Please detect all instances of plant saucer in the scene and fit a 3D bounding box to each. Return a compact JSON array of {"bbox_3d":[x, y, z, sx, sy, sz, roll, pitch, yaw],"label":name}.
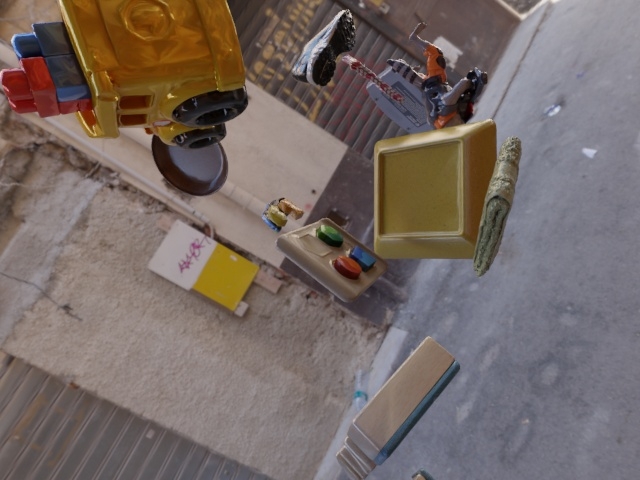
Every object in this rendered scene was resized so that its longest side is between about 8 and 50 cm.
[{"bbox_3d":[-0.306,-0.201,1.003,0.199,0.198,0.036,-52,9,35],"label":"plant saucer"},{"bbox_3d":[0.261,-0.119,1.053,0.332,0.080,0.333,-2,87,38],"label":"plant saucer"}]

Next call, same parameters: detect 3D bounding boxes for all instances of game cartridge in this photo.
[{"bbox_3d":[0.319,-0.504,1.528,0.198,0.297,0.062,-9,50,60],"label":"game cartridge"}]

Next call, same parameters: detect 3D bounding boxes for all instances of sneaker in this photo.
[{"bbox_3d":[-0.135,-0.088,1.320,0.078,0.067,0.188,-33,24,16],"label":"sneaker"},{"bbox_3d":[0.011,-0.528,1.135,0.107,0.100,0.272,15,62,34],"label":"sneaker"}]

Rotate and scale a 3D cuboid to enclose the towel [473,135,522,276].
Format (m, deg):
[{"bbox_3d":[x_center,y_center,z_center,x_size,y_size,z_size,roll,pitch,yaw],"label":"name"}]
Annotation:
[{"bbox_3d":[0.207,-0.035,0.490,0.148,0.027,0.110,74,-144,-50],"label":"towel"}]

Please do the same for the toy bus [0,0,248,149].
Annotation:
[{"bbox_3d":[-0.204,-0.169,0.440,0.211,0.150,0.220,-23,4,-25],"label":"toy bus"}]

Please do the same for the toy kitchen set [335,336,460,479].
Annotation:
[{"bbox_3d":[0.122,0.238,0.455,0.122,0.166,0.207,-39,-25,-27],"label":"toy kitchen set"}]

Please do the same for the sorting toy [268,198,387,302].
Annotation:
[{"bbox_3d":[0.000,0.000,0.962,0.229,0.307,0.041,-29,-28,-59],"label":"sorting toy"}]

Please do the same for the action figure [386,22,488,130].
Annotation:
[{"bbox_3d":[0.340,-0.427,1.292,0.178,0.331,0.341,-18,-20,-13],"label":"action figure"}]

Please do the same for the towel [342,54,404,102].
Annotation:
[{"bbox_3d":[0.155,-0.482,1.259,0.029,0.197,0.144,-52,25,20],"label":"towel"}]
